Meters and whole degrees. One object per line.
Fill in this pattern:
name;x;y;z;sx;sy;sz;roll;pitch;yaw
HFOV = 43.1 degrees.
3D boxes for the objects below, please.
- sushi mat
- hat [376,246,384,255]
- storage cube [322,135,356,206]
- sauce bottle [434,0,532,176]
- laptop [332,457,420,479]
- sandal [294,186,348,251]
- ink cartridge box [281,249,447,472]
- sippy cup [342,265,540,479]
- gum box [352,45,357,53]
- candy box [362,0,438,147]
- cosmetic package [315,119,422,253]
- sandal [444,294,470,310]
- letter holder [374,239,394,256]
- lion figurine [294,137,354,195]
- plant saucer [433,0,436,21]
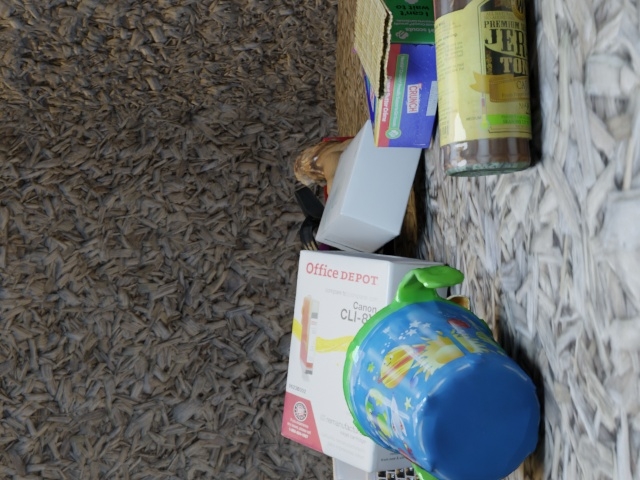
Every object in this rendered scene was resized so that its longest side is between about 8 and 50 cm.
sushi mat;0.092;-0.377;1.457;0.316;0.019;0.151;-100;11;-59
hat;0.157;0.155;1.852;0.331;0.134;0.331;12;-90;-89
storage cube;0.101;-0.184;2.395;0.215;0.184;0.193;95;171;-73
sauce bottle;0.190;-0.251;0.967;0.111;0.112;0.344;-166;72;-88
laptop;0.147;0.476;1.648;0.236;0.408;0.381;7;-101;-59
sandal;0.001;0.001;2.048;0.167;0.107;0.446;65;174;-26
ink cartridge box;0.080;0.217;1.571;0.279;0.161;0.384;6;90;52
sippy cup;0.167;0.205;1.063;0.305;0.240;0.224;48;175;-14
gum box;0.133;-0.510;1.858;0.107;0.062;0.188;-127;57;-86
candy box;0.153;-0.381;1.573;0.268;0.122;0.317;94;172;-53
cosmetic package;0.103;-0.106;1.762;0.225;0.138;0.224;137;151;-69
sandal;0.227;0.131;1.342;0.079;0.088;0.240;-61;18;11
letter holder;0.072;0.076;2.193;0.214;0.152;0.301;-27;47;41
lion figurine;0.063;-0.172;2.114;0.392;0.240;0.142;-111;4;-67
plant saucer;0.207;-0.381;1.166;0.258;0.048;0.258;117;149;-85
